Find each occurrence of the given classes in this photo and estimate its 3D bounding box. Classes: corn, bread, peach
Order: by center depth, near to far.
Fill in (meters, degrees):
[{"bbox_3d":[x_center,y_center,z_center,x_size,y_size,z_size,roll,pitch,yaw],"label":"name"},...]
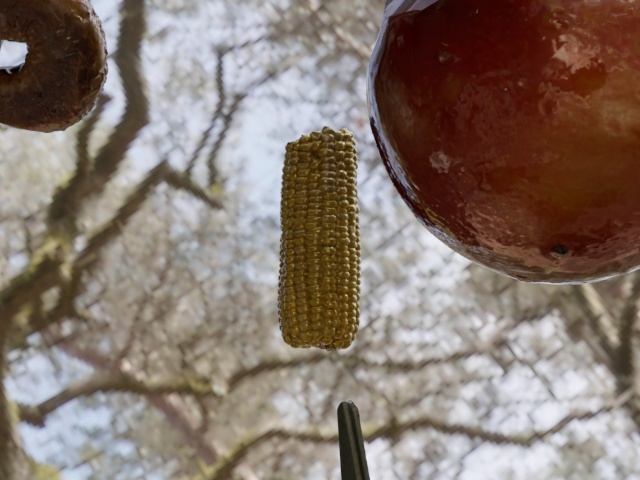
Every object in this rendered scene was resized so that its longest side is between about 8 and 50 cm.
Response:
[{"bbox_3d":[0.218,-0.138,1.572,0.388,0.388,0.388,-23,-37,-19],"label":"peach"},{"bbox_3d":[-0.296,-0.198,1.648,0.064,0.193,0.193,-60,-7,-53],"label":"bread"},{"bbox_3d":[0.000,0.000,1.795,0.093,0.244,0.093,2,-7,0],"label":"corn"}]

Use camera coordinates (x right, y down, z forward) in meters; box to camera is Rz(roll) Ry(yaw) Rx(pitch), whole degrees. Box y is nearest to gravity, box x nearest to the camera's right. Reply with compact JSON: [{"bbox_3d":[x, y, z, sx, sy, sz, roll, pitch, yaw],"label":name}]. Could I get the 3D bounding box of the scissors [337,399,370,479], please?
[{"bbox_3d":[0.053,0.380,1.647,0.029,0.192,0.447,-11,-83,-39],"label":"scissors"}]
